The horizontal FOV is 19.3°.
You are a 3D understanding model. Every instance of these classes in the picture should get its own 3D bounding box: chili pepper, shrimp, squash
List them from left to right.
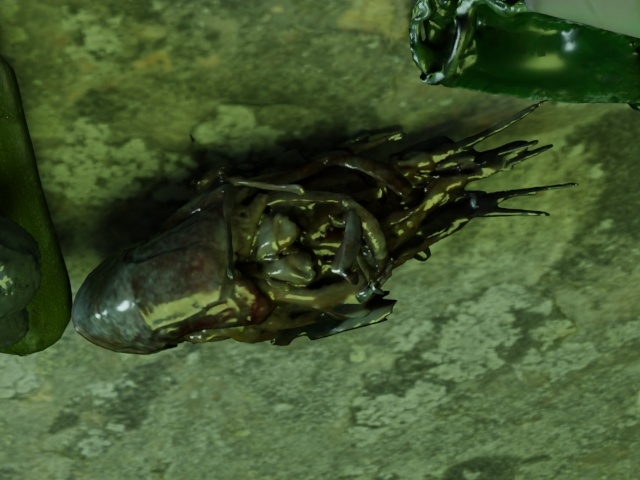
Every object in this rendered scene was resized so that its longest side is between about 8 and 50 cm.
[{"bbox_3d":[-0.209,-0.039,1.136,0.087,0.087,0.331,-8,143,-2],"label":"squash"},{"bbox_3d":[-0.001,-0.004,1.201,0.343,0.116,0.145,-20,163,7],"label":"shrimp"},{"bbox_3d":[0.146,-0.118,1.138,0.216,0.062,0.108,22,141,-33],"label":"chili pepper"}]

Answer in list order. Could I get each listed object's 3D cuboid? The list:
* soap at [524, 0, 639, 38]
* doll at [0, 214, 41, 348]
[{"bbox_3d":[0.263,-0.201,1.025,0.323,0.109,0.193,-7,141,-5],"label":"soap"},{"bbox_3d":[-0.332,0.013,1.065,0.340,0.158,0.246,24,150,-10],"label":"doll"}]
